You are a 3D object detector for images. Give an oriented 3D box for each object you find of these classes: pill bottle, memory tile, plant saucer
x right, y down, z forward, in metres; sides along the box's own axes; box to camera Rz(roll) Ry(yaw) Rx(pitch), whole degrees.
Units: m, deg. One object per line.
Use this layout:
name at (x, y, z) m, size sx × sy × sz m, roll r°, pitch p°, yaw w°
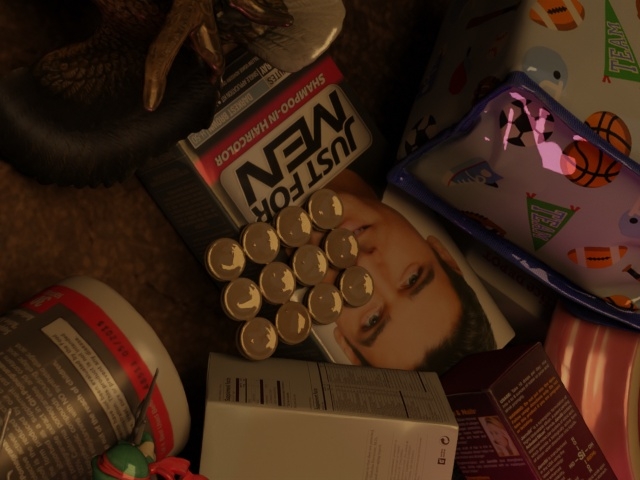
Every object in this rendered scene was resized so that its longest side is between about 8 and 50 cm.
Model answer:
pill bottle at (-0.272, 0.174, 1.102) m, size 0.318 × 0.176 × 0.176 m, roll -33°, pitch 100°, yaw -31°
memory tile at (-0.025, 0.029, 1.239) m, size 0.148 × 0.012 × 0.113 m, roll -27°, pitch 97°, yaw -30°
plant saucer at (0.336, 0.166, 1.461) m, size 0.332 × 0.084 × 0.332 m, roll -2°, pitch 93°, yaw -51°

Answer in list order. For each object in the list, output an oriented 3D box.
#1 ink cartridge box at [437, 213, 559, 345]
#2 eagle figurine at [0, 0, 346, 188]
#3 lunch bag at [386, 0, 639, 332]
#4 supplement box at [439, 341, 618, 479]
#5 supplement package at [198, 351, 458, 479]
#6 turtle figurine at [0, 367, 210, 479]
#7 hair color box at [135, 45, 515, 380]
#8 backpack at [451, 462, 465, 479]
ink cartridge box at (0.211, -0.019, 1.473) m, size 0.154 × 0.093 × 0.212 m, roll 35°, pitch 67°, yaw -22°
eagle figurine at (-0.153, -0.185, 1.157) m, size 0.226 × 0.298 × 0.225 m, roll -37°, pitch 99°, yaw -29°
lunch bag at (0.291, -0.111, 1.340) m, size 0.385 × 0.239 × 0.328 m, roll 30°, pitch 56°, yaw -17°
supplement box at (0.186, 0.194, 1.283) m, size 0.081 × 0.104 × 0.188 m, roll -36°, pitch 100°, yaw -33°
supplement package at (-0.005, 0.212, 1.203) m, size 0.203 × 0.149 × 0.194 m, roll 6°, pitch 101°, yaw -5°
turtle figurine at (-0.172, 0.209, 1.009) m, size 0.175 × 0.118 × 0.234 m, roll 0°, pitch 118°, yaw -48°
hair color box at (0.000, 0.000, 1.331) m, size 0.185 × 0.113 × 0.374 m, roll -42°, pitch 105°, yaw -28°
backpack at (0.157, 0.293, 1.379) m, size 0.158 × 0.117 × 0.173 m, roll 13°, pitch 73°, yaw -30°
